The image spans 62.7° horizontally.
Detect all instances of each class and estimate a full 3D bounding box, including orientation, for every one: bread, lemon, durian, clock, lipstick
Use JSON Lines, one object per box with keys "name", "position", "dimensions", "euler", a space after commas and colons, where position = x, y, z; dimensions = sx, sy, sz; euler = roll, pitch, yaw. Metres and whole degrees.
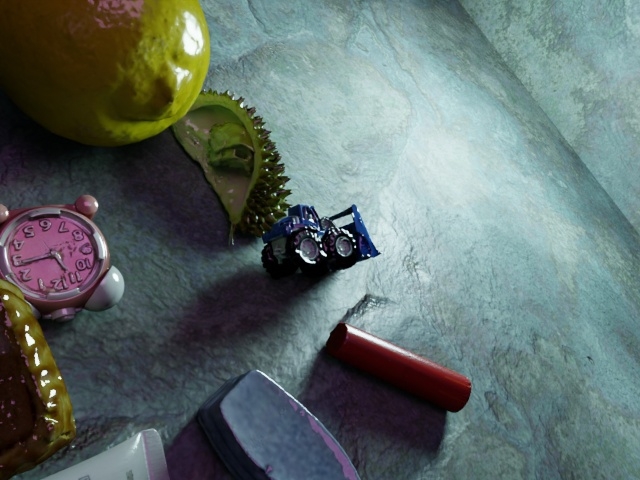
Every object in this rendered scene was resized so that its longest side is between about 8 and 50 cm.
{"name": "bread", "position": [-0.375, 0.153, 0.549], "dimensions": [0.181, 0.096, 0.222], "euler": [-29, 75, -15]}
{"name": "lemon", "position": [-0.346, -0.317, 0.823], "dimensions": [0.347, 0.348, 0.348], "euler": [20, 46, -23]}
{"name": "durian", "position": [-0.163, -0.154, 1.015], "dimensions": [0.169, 0.157, 0.356], "euler": [-27, 71, -9]}
{"name": "clock", "position": [-0.360, 0.034, 0.703], "dimensions": [0.165, 0.092, 0.162], "euler": [-10, 72, -36]}
{"name": "lipstick", "position": [0.143, 0.227, 0.935], "dimensions": [0.279, 0.073, 0.073], "euler": [28, 44, -17]}

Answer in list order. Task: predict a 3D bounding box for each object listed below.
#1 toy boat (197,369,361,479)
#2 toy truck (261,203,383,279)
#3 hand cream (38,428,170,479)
{"name": "toy boat", "position": [-0.041, 0.304, 0.726], "dimensions": [0.283, 0.078, 0.127], "euler": [44, 39, 3]}
{"name": "toy truck", "position": [0.000, 0.000, 0.960], "dimensions": [0.208, 0.113, 0.126], "euler": [3, 75, -39]}
{"name": "hand cream", "position": [-0.292, 0.311, 0.534], "dimensions": [0.314, 0.089, 0.140], "euler": [-6, 72, -48]}
